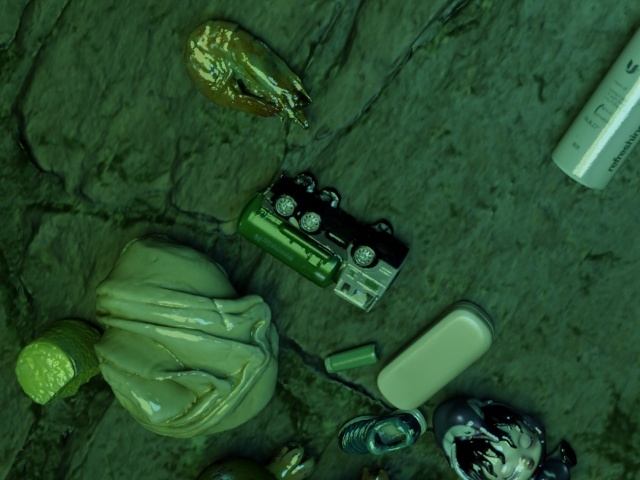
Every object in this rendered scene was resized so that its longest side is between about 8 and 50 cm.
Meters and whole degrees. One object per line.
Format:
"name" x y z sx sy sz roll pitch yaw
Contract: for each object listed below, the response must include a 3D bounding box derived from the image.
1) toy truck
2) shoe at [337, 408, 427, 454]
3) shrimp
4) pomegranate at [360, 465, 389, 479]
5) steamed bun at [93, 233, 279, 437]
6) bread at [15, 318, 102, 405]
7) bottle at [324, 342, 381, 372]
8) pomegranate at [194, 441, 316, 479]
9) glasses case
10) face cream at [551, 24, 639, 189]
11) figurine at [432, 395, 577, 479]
"toy truck" 0.000 0.000 1.858 0.243 0.101 0.125 32 118 4
"shoe" 0.090 0.298 1.958 0.143 0.071 0.063 -18 104 23
"shrimp" -0.100 -0.224 1.828 0.217 0.051 0.115 38 120 -3
"pomegranate" 0.076 0.470 1.940 0.252 0.270 0.229 0 149 23
"steamed bun" -0.208 0.152 1.904 0.276 0.203 0.289 6 110 12
"bread" -0.406 0.187 2.015 0.111 0.114 0.129 43 110 3
"bottle" 0.048 0.178 1.946 0.083 0.030 0.030 -16 105 19
"pomegranate" -0.097 0.413 1.994 0.211 0.179 0.179 -18 104 7
"glasses case" 0.169 0.171 1.904 0.196 0.050 0.083 -41 94 22
"face cream" 0.422 -0.213 1.686 0.092 0.092 0.311 32 112 1
"figurine" 0.264 0.307 1.900 0.222 0.145 0.145 41 114 -15
